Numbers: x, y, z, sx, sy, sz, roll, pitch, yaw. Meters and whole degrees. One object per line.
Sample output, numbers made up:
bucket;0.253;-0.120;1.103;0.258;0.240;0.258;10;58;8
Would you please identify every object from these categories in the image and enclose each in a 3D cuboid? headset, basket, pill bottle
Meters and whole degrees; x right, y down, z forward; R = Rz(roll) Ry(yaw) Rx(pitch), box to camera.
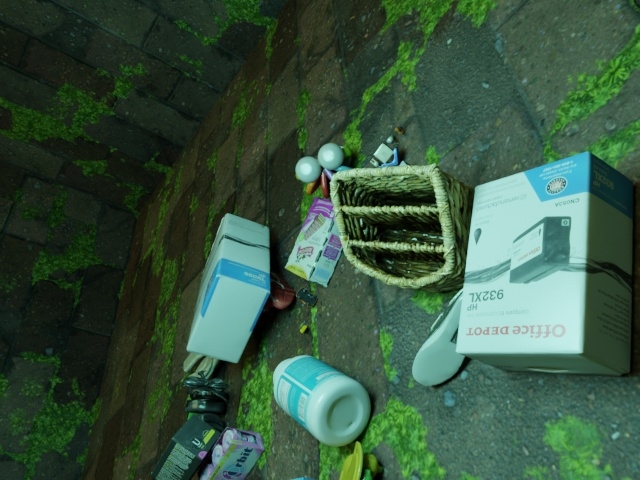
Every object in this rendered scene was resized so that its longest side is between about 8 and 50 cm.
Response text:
headset;-0.377;0.539;1.646;0.243;0.185;0.394;-100;32;-45
basket;0.163;-0.016;1.077;0.299;0.223;0.213;6;81;49
pill bottle;-0.013;0.350;1.227;0.264;0.146;0.146;12;80;60

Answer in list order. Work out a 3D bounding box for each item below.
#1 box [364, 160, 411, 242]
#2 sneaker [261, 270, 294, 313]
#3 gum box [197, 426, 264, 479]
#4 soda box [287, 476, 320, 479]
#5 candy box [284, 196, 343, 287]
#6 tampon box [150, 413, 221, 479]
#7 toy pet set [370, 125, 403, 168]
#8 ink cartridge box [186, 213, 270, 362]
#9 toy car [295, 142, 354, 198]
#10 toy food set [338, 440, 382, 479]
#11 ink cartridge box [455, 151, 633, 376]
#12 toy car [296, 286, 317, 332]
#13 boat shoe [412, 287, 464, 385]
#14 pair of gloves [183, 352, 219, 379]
box;0.177;-0.059;1.309;0.233;0.044;0.159;-55;32;20
sneaker;-0.145;0.188;1.644;0.221;0.087;0.128;-119;49;-69
gum box;-0.243;0.598;1.464;0.188;0.107;0.062;-58;31;15
soda box;-0.037;0.627;1.150;0.071;0.067;0.210;-34;42;44
candy box;0.000;0.000;1.530;0.159;0.071;0.233;19;87;60
tampon box;-0.373;0.593;1.491;0.161;0.101;0.120;-58;-4;22
toy pet set;0.190;-0.233;1.422;0.122;0.065;0.114;-52;-3;18
ink cartridge box;-0.279;0.136;1.685;0.395;0.166;0.285;-100;33;-60
toy car;0.024;-0.197;1.574;0.182;0.136;0.159;-29;-4;14
toy food set;0.074;0.516;1.060;0.128;0.071;0.217;129;159;-74
ink cartridge box;0.355;0.046;0.858;0.223;0.129;0.307;-16;57;54
toy car;-0.052;0.196;1.496;0.040;0.060;0.122;101;-171;-72
boat shoe;0.247;0.179;1.011;0.219;0.078;0.070;-61;-4;21
pair of gloves;-0.398;0.405;1.886;0.204;0.042;0.240;-53;24;-3
